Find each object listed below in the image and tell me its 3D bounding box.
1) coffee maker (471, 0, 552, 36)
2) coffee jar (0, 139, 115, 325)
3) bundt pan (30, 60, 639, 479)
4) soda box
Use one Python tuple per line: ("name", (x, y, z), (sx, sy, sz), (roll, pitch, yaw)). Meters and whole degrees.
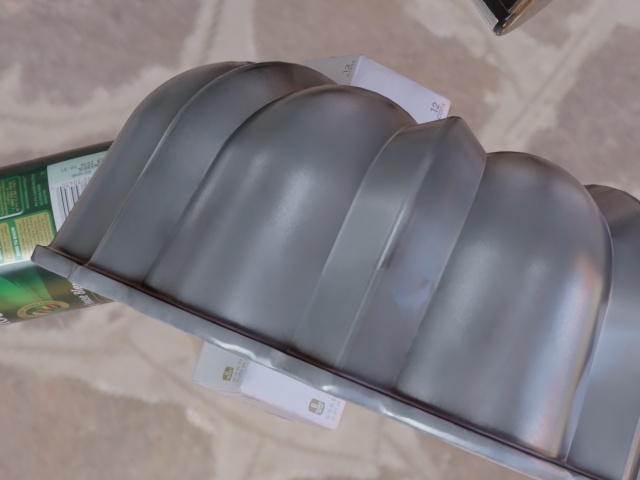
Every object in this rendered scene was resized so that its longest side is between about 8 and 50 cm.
("coffee maker", (0.126, -0.263, 1.447), (0.120, 0.171, 0.178), (-41, 81, -17))
("coffee jar", (-0.177, 0.006, 1.018), (0.184, 0.096, 0.079), (-12, 77, 4))
("bundt pan", (0.046, 0.016, 0.867), (0.331, 0.331, 0.124), (25, 87, -31))
("soda box", (0.000, 0.000, 1.171), (0.074, 0.069, 0.216), (25, 79, -28))
